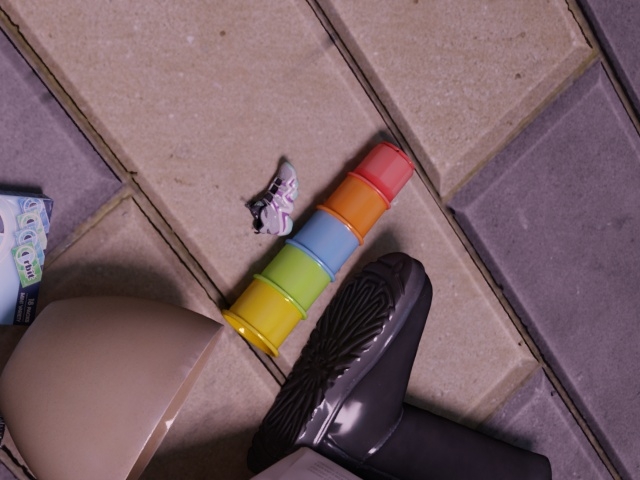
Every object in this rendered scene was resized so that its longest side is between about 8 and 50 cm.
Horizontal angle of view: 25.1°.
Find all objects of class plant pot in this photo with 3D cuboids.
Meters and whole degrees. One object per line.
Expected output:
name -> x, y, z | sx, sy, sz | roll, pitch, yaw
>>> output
plant pot -> -0.266, 0.174, 1.692 | 0.191, 0.284, 0.284 | 30, 87, 2

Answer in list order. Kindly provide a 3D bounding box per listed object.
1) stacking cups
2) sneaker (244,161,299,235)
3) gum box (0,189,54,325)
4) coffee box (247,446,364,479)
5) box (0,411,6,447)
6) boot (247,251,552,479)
stacking cups -> 0.000, 0.000, 1.881 | 0.096, 0.096, 0.316 | 44, 77, -32
sneaker -> -0.067, -0.053, 1.852 | 0.069, 0.038, 0.098 | -2, 104, -31
gum box -> -0.413, 0.016, 1.667 | 0.184, 0.041, 0.157 | 5, 101, -31
coffee box -> -0.020, 0.512, 1.720 | 0.338, 0.338, 0.334 | -24, 137, -57
box -> -0.423, 0.227, 1.733 | 0.083, 0.018, 0.067 | 10, 98, -32
boot -> 0.169, 0.259, 2.005 | 0.445, 0.146, 0.367 | 31, 99, -27
